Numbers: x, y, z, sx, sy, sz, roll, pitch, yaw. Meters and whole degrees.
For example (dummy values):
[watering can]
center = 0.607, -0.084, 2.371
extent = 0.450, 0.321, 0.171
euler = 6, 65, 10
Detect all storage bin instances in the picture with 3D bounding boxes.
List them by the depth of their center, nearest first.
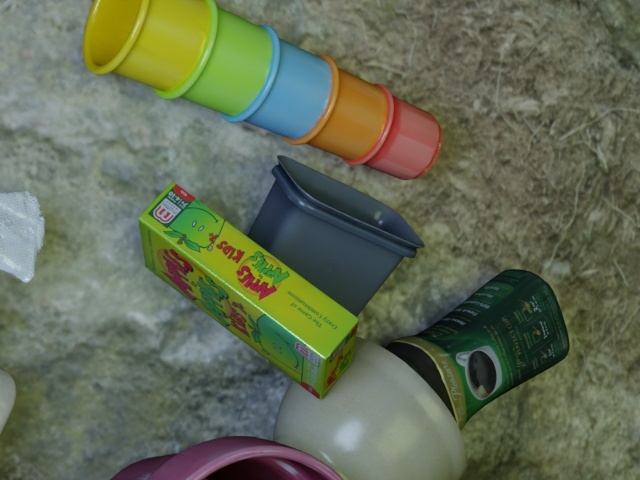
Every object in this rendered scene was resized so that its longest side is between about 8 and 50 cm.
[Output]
[storage bin]
center = 0.000, 0.000, 1.236
extent = 0.135, 0.098, 0.091
euler = 25, 107, -31

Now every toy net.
[toy net]
center = -0.285, 0.026, 1.012
extent = 0.122, 0.045, 0.232
euler = 50, 45, -8

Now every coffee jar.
[coffee jar]
center = 0.132, 0.106, 1.322
extent = 0.184, 0.079, 0.096
euler = -29, 110, -29

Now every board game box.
[board game box]
center = -0.057, 0.040, 1.139
extent = 0.181, 0.092, 0.043
euler = 36, 69, 13

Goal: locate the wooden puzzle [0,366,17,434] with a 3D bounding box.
[wooden puzzle]
center = -0.342, 0.162, 0.995
extent = 0.221, 0.044, 0.238
euler = 29, 77, -30

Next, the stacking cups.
[stacking cups]
center = -0.032, -0.132, 1.203
extent = 0.316, 0.096, 0.096
euler = 17, 83, -33

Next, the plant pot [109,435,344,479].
[plant pot]
center = -0.088, 0.242, 1.130
extent = 0.201, 0.180, 0.201
euler = -1, 93, -31

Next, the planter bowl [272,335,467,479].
[planter bowl]
center = 0.023, 0.172, 1.203
extent = 0.109, 0.162, 0.162
euler = -41, 112, -28
